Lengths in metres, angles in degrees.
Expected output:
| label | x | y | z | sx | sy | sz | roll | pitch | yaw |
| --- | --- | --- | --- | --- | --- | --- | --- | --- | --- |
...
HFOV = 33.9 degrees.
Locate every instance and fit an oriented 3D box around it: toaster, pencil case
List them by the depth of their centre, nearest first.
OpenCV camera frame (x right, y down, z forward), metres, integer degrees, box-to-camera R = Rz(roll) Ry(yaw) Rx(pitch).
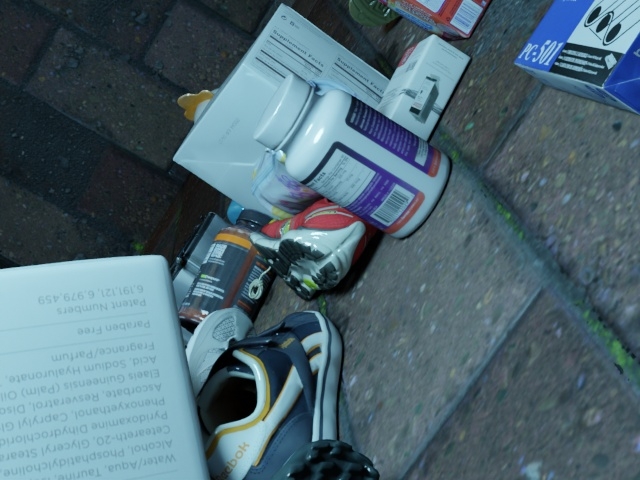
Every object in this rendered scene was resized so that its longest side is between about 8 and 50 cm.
| label | x | y | z | sx | sy | sz | roll | pitch | yaw |
| --- | --- | --- | --- | --- | --- | --- | --- | --- | --- |
| pencil case | -0.017 | -0.102 | 1.298 | 0.124 | 0.113 | 0.273 | -33 | -4 | -12 |
| toaster | -0.208 | 0.069 | 1.761 | 0.168 | 0.110 | 0.185 | -52 | 8 | 31 |

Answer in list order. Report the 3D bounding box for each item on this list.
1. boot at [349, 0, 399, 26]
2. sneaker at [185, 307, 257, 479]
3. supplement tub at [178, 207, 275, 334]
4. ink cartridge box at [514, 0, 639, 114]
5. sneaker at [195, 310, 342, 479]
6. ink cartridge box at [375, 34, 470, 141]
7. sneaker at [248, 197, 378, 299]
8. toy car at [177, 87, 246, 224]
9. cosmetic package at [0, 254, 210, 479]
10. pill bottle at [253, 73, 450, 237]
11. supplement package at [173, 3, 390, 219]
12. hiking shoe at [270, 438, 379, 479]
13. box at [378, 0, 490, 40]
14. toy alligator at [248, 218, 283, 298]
| label | x | y | z | sx | sy | sz | roll | pitch | yaw |
| --- | --- | --- | --- | --- | --- | --- | --- | --- | --- |
| boot | 0.132 | -0.478 | 1.771 | 0.236 | 0.089 | 0.269 | -45 | 17 | 14 |
| sneaker | -0.099 | 0.188 | 1.237 | 0.115 | 0.105 | 0.281 | -40 | 34 | 35 |
| supplement tub | -0.126 | 0.053 | 1.549 | 0.198 | 0.106 | 0.106 | -64 | 15 | -18 |
| ink cartridge box | 0.233 | -0.166 | 0.862 | 0.097 | 0.046 | 0.207 | -57 | 14 | 8 |
| sneaker | -0.056 | 0.147 | 1.082 | 0.126 | 0.127 | 0.321 | -57 | 13 | 18 |
| ink cartridge box | 0.112 | -0.169 | 1.265 | 0.135 | 0.056 | 0.099 | -62 | 13 | -8 |
| sneaker | 0.000 | 0.000 | 1.293 | 0.118 | 0.107 | 0.279 | -44 | 13 | -15 |
| toy car | -0.140 | -0.178 | 1.782 | 0.210 | 0.238 | 0.219 | -38 | 26 | 57 |
| cosmetic package | -0.300 | 0.256 | 0.972 | 0.329 | 0.327 | 0.393 | -39 | 61 | 59 |
| pill bottle | 0.030 | -0.093 | 1.112 | 0.108 | 0.193 | 0.108 | -54 | 15 | 22 |
| supplement package | -0.056 | -0.171 | 1.529 | 0.262 | 0.204 | 0.145 | -42 | 18 | 52 |
| hiking shoe | -0.041 | 0.287 | 0.766 | 0.132 | 0.113 | 0.304 | -41 | 23 | 50 |
| box | 0.182 | -0.394 | 1.325 | 0.257 | 0.128 | 0.122 | -60 | 14 | 2 |
| toy alligator | -0.046 | 0.001 | 1.502 | 0.051 | 0.056 | 0.189 | 13 | -74 | -59 |
